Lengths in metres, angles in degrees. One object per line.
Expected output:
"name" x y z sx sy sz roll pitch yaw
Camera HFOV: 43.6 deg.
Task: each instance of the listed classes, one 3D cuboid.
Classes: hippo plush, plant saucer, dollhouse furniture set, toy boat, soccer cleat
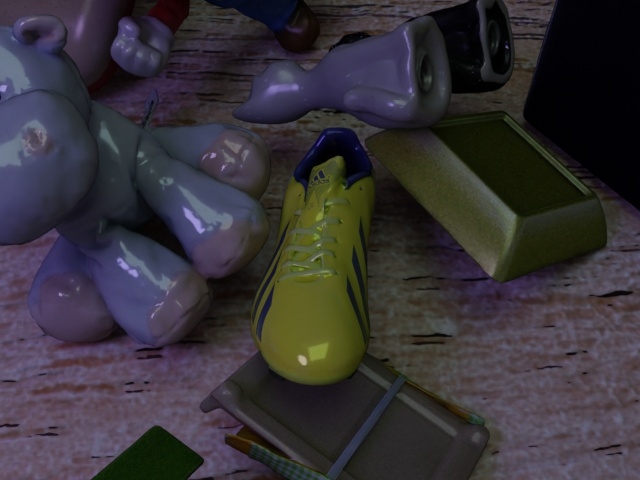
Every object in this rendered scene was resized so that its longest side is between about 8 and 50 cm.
"hippo plush" -0.180 -0.077 0.648 0.234 0.236 0.294 -18 58 9
"plant saucer" 0.165 -0.059 0.740 0.188 0.045 0.188 -14 53 -42
"dollhouse furniture set" -0.030 0.207 0.593 0.198 0.151 0.301 34 33 13
"toy boat" -0.254 -0.266 0.863 0.151 0.151 0.231 15 89 13
"soccer cleat" -0.001 0.000 0.647 0.094 0.121 0.289 6 31 2

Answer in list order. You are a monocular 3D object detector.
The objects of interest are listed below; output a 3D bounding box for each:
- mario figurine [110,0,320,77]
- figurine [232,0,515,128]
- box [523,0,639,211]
"mario figurine" -0.094 -0.258 0.770 0.170 0.321 0.198 -2 91 41
"figurine" 0.045 -0.160 0.764 0.209 0.092 0.215 -1 22 39
"box" 0.538 -0.175 0.720 0.472 0.297 0.480 -34 64 -20
